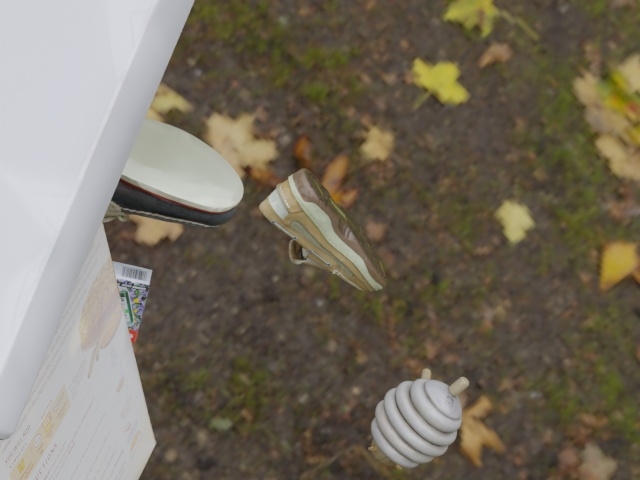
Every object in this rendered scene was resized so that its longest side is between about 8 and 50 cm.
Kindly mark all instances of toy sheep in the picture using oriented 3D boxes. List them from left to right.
[{"bbox_3d":[0.098,0.177,1.495,0.091,0.132,0.091,33,24,-17],"label":"toy sheep"}]

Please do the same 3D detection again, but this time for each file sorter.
[{"bbox_3d":[-0.210,-0.087,0.481,0.173,0.278,0.193,30,81,-56],"label":"file sorter"}]

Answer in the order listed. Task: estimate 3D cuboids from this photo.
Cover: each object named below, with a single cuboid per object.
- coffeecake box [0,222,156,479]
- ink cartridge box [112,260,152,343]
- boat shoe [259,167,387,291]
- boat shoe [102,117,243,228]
[{"bbox_3d":[-0.149,0.080,0.732,0.068,0.185,0.142,6,40,16],"label":"coffeecake box"},{"bbox_3d":[-0.213,0.075,1.534,0.063,0.115,0.029,13,34,-8],"label":"ink cartridge box"},{"bbox_3d":[0.000,0.000,1.524,0.190,0.072,0.068,49,15,-42],"label":"boat shoe"},{"bbox_3d":[-0.099,-0.031,0.656,0.137,0.043,0.049,19,33,7],"label":"boat shoe"}]
